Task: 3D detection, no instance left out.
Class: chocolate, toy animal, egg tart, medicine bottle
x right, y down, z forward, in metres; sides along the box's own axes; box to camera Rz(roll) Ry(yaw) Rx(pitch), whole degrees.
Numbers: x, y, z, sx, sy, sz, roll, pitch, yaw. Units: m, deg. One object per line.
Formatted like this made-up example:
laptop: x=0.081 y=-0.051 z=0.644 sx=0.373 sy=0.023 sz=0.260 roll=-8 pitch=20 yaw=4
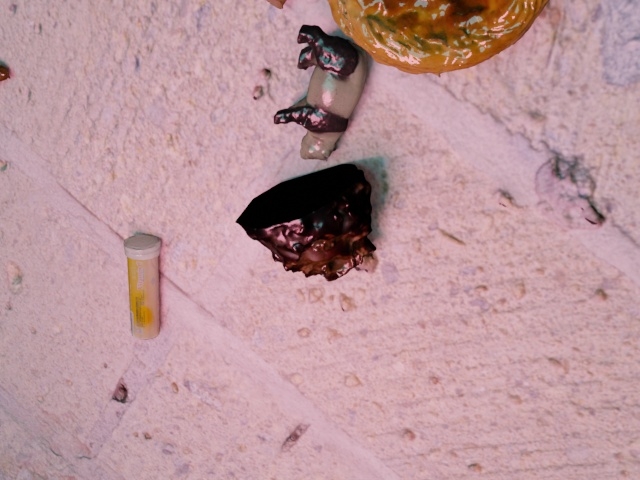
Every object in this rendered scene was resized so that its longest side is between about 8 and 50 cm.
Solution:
chocolate: x=0.000 y=0.000 z=1.112 sx=0.224 sy=0.206 sz=0.177 roll=-16 pitch=113 yaw=23
toy animal: x=0.001 y=-0.229 z=1.080 sx=0.121 sy=0.094 sz=0.225 roll=22 pitch=116 yaw=5
egg tart: x=0.159 y=-0.404 z=0.900 sx=0.352 sy=0.150 sz=0.351 roll=9 pitch=114 yaw=21
medicine bottle: x=-0.368 y=0.099 z=1.385 sx=0.074 sy=0.074 sz=0.218 roll=15 pitch=117 yaw=19

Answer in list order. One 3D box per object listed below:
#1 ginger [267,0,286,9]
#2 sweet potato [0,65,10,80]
ginger: x=-0.078 y=-0.459 z=1.033 sx=0.095 sy=0.069 sz=0.190 roll=-8 pitch=106 yaw=35
sweet potato: x=-0.718 y=-0.323 z=1.385 sx=0.182 sy=0.054 sz=0.053 roll=-24 pitch=90 yaw=32
